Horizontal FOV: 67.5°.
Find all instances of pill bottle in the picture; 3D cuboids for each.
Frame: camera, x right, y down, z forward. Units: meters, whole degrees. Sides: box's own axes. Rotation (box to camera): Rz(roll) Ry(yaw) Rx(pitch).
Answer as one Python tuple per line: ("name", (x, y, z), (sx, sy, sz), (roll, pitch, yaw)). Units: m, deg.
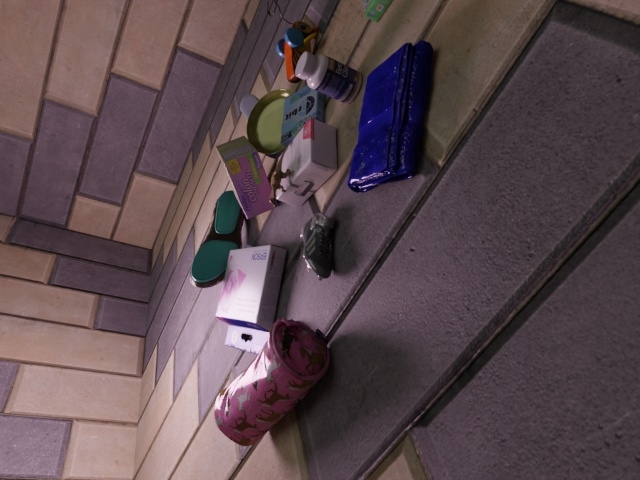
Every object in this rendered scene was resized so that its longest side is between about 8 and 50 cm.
("pill bottle", (0.021, -0.449, 1.311), (0.094, 0.169, 0.094), (-40, 42, 49))

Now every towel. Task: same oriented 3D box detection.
("towel", (0.144, -0.272, 1.073), (0.227, 0.076, 0.308), (-10, 66, 61))

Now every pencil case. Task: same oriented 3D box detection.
("pencil case", (-0.129, 0.350, 1.162), (0.386, 0.160, 0.167), (-54, -2, 36))

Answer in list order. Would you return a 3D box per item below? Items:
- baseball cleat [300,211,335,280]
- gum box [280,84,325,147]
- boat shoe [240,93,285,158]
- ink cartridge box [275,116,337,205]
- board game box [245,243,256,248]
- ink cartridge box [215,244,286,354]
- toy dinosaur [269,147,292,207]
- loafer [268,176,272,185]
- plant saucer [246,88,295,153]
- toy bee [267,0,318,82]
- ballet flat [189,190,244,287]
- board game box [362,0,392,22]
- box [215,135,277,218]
("baseball cleat", (0.000, 0.000, 1.207), (0.109, 0.072, 0.206), (-52, 36, 25))
("gum box", (-0.056, -0.408, 1.539), (0.157, 0.041, 0.184), (-19, 58, 38))
("boat shoe", (-0.199, -0.418, 1.796), (0.113, 0.105, 0.306), (-45, 61, 19))
("ink cartridge box", (-0.044, -0.223, 1.398), (0.218, 0.092, 0.159), (-38, 44, 48))
("board game box", (-0.260, 0.095, 1.713), (0.103, 0.026, 0.154), (17, 91, 64))
("ink cartridge box", (-0.238, 0.185, 1.538), (0.324, 0.071, 0.330), (-8, 68, 56))
("toy dinosaur", (-0.122, -0.186, 1.369), (0.092, 0.053, 0.183), (15, 92, 64))
("loafer", (-0.165, -0.207, 1.686), (0.125, 0.039, 0.045), (34, 106, 63))
("plant saucer", (-0.154, -0.413, 1.683), (0.241, 0.037, 0.241), (-7, 75, 28))
("toy bee", (-0.069, -0.717, 1.707), (0.195, 0.162, 0.298), (19, 117, 56))
("ballet flat", (-0.370, 0.022, 1.841), (0.182, 0.164, 0.483), (91, -175, -50))
("board game box", (0.211, -0.775, 1.269), (0.317, 0.046, 0.213), (-46, 38, 43))
("box", (-0.263, -0.228, 1.682), (0.243, 0.117, 0.214), (-128, 17, -60))
